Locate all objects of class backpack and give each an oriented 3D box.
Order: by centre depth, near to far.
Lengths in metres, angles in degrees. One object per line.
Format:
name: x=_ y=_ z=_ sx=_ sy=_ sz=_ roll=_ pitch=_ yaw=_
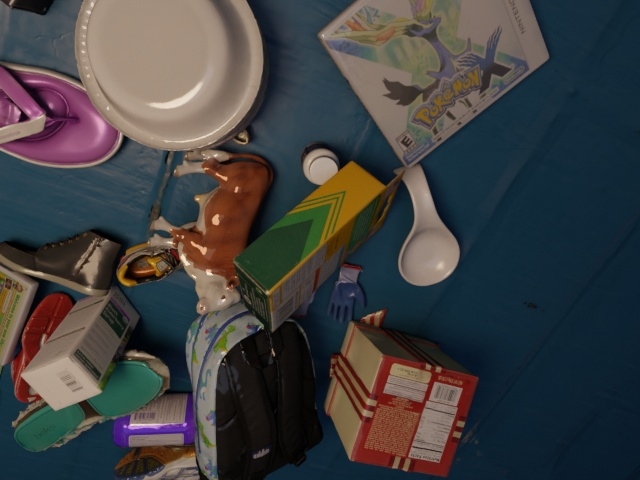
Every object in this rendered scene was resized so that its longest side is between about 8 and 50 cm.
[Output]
backpack: x=-0.146 y=0.297 z=0.848 sx=0.291 sy=0.273 sz=0.355 roll=-17 pitch=129 yaw=-29

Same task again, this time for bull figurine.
bull figurine: x=-0.198 y=-0.026 z=0.743 sx=0.189 sy=0.101 sz=0.309 roll=22 pitch=77 yaw=-15

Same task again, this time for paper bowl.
paper bowl: x=-0.227 y=-0.282 z=0.623 sx=0.285 sy=0.148 sz=0.283 roll=0 pitch=103 yaw=0

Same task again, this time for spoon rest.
spoon rest: x=0.215 y=-0.019 z=0.851 sx=0.138 sy=0.084 sz=0.276 roll=-18 pitch=114 yaw=2

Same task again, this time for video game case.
video game case: x=0.209 y=-0.338 z=0.708 sx=0.329 sy=0.036 sz=0.300 roll=-38 pitch=120 yaw=8
video game case: x=-0.678 y=0.121 z=0.808 sx=0.194 sy=0.023 sz=0.212 roll=31 pitch=107 yaw=1

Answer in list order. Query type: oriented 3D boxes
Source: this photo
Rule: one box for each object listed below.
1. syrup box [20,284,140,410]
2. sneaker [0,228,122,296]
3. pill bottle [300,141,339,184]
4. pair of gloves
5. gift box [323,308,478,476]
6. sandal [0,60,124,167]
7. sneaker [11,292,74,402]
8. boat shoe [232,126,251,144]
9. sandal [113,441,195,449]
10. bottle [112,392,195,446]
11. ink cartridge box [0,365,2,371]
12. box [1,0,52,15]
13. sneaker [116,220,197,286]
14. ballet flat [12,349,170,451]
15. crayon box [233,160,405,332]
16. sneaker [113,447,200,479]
syrup box: x=-0.444 y=0.193 z=0.780 sx=0.097 sy=0.236 sz=0.093 roll=-22 pitch=115 yaw=4
sneaker: x=-0.505 y=0.018 z=0.796 sx=0.222 sy=0.083 sz=0.117 roll=21 pitch=89 yaw=-6
pill bottle: x=-0.001 y=-0.141 z=0.750 sx=0.067 sy=0.120 sz=0.066 roll=-2 pitch=113 yaw=-6
pair of gloves: x=0.011 y=0.115 z=0.920 sx=0.199 sy=0.023 sz=0.159 roll=7 pitch=114 yaw=-9
gift box: x=0.175 y=0.316 z=0.907 sx=0.256 sy=0.258 sz=0.276 roll=22 pitch=90 yaw=-13
sandal: x=-0.549 y=-0.221 z=0.659 sx=0.417 sy=0.102 sz=0.169 roll=18 pitch=111 yaw=-14
sneaker: x=-0.604 y=0.212 z=0.855 sx=0.087 sy=0.128 sz=0.220 roll=28 pitch=72 yaw=-48
boat shoe: x=-0.181 y=-0.226 z=0.735 sx=0.049 sy=0.043 sz=0.137 roll=-41 pitch=111 yaw=13
sandal: x=-0.391 y=0.484 z=0.998 sx=0.220 sy=0.089 sz=0.060 roll=-4 pitch=123 yaw=-6
bottle: x=-0.326 y=0.420 z=0.959 sx=0.284 sy=0.118 sz=0.092 roll=4 pitch=111 yaw=-14
ink cartridge box: x=-0.814 y=0.316 z=0.892 sx=0.171 sy=0.056 sz=0.234 roll=22 pitch=111 yaw=-15
box: x=-0.424 y=-0.491 z=0.559 sx=0.184 sy=0.103 sz=0.261 roll=38 pitch=104 yaw=-23
sneaker: x=-0.293 y=0.034 z=0.806 sx=0.226 sy=0.092 sz=0.087 roll=-24 pitch=114 yaw=-1
ballet flat: x=-0.488 y=0.323 z=0.887 sx=0.410 sy=0.147 sz=0.146 roll=-27 pitch=114 yaw=13
crayon box: x=0.000 y=0.000 z=0.726 sx=0.083 sy=0.203 sz=0.323 roll=41 pitch=66 yaw=16
sneaker: x=-0.366 y=0.575 z=1.028 sx=0.297 sy=0.111 sz=0.130 roll=-15 pitch=115 yaw=1
